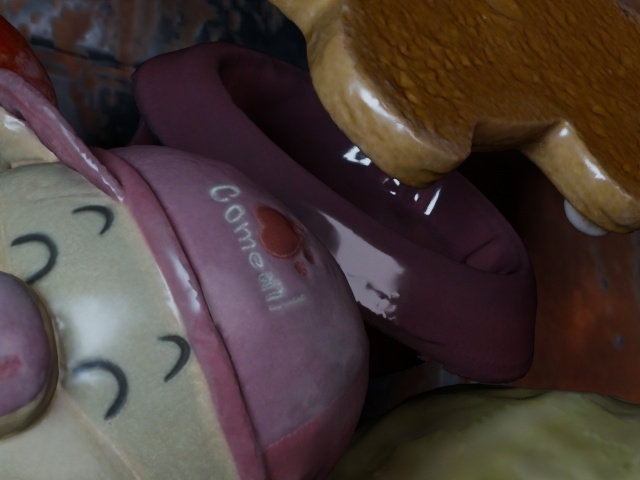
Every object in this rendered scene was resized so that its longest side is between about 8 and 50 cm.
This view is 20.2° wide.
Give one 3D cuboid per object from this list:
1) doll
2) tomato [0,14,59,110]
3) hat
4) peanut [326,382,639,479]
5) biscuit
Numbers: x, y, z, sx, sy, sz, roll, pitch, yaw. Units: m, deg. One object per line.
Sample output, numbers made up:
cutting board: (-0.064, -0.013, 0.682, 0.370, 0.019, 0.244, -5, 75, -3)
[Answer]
doll: (-0.111, 0.060, 0.575, 0.256, 0.152, 0.196, -31, 99, -3)
tomato: (-0.158, -0.039, 0.678, 0.139, 0.091, 0.159, -2, 71, -36)
hat: (0.000, 0.000, 0.754, 0.205, 0.089, 0.205, 32, 18, -12)
peanut: (0.046, 0.160, 0.697, 0.340, 0.158, 0.174, -29, 115, -34)
biscuit: (0.085, -0.084, 0.849, 0.324, 0.049, 0.205, -2, 54, -50)
